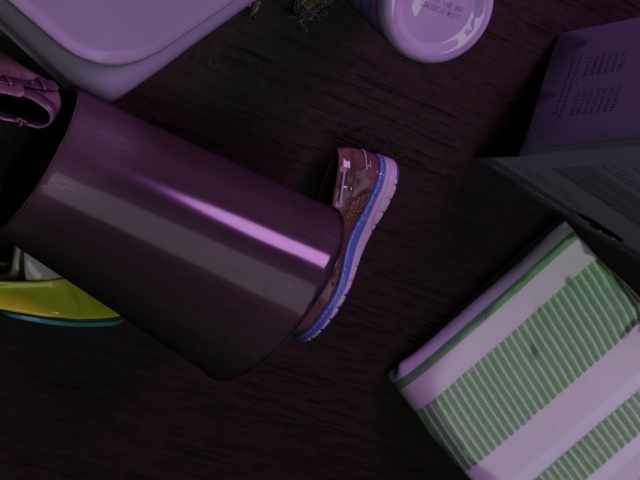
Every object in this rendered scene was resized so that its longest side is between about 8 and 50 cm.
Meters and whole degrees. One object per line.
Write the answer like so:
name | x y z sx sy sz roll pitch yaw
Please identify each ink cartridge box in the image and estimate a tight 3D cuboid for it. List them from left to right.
ink cartridge box | 0.341 -0.066 1.114 0.309 0.272 0.130 29 75 -30

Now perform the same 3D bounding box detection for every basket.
basket | -0.132 -0.008 1.004 0.227 0.154 0.204 31 140 -23

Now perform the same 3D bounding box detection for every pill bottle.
pill bottle | 0.063 -0.200 0.955 0.087 0.160 0.087 -8 120 -14

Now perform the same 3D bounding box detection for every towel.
towel | 0.255 0.172 1.224 0.248 0.038 0.325 -42 97 7

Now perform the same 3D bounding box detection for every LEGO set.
LEGO set | -0.018 -0.197 1.017 0.083 0.023 0.054 16 110 -11

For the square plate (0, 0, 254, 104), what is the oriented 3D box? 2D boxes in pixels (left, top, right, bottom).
square plate | -0.132 -0.258 0.839 0.347 0.049 0.344 -31 137 18

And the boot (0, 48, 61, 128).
boot | -0.251 -0.121 0.938 0.118 0.087 0.042 12 115 -24

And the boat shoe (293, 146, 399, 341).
boat shoe | 0.000 0.000 1.109 0.066 0.066 0.183 21 100 -22

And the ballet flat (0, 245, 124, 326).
ballet flat | -0.268 0.028 1.027 0.231 0.077 0.077 3 102 -18
